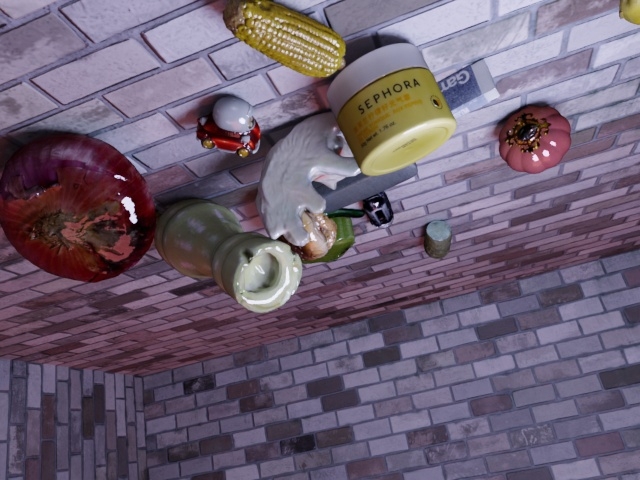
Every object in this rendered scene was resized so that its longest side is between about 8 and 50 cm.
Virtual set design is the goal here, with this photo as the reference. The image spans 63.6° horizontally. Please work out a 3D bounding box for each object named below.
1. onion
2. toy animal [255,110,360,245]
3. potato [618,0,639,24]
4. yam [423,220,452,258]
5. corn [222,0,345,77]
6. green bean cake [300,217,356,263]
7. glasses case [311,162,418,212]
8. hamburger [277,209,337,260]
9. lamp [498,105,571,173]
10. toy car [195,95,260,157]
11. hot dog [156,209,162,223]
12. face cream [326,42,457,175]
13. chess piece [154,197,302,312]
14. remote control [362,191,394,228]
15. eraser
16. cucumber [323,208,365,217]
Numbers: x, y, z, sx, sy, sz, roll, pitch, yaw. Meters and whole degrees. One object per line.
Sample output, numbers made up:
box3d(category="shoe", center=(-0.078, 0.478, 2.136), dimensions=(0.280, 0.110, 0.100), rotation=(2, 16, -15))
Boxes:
box3d(category="onion", center=(-0.538, -0.084, 1.182), dimensions=(0.347, 0.285, 0.348), rotation=(-2, 119, -3))
box3d(category="toy animal", center=(-0.027, -0.133, 1.246), dimensions=(0.266, 0.308, 0.188), rotation=(-7, 172, -3))
box3d(category="potato", center=(0.722, -0.478, 0.954), dimensions=(0.300, 0.140, 0.173), rotation=(-6, 165, 2))
box3d(category="yam", center=(0.455, -0.006, 2.002), dimensions=(0.107, 0.107, 0.194), rotation=(-13, 157, 4))
box3d(category="corn", center=(-0.052, -0.360, 0.920), dimensions=(0.261, 0.097, 0.097), rotation=(9, 150, -42))
box3d(category="green bean cake", center=(0.000, 0.000, 1.785), dimensions=(0.200, 0.113, 0.214), rotation=(-4, 157, -20))
box3d(category="glasses case", center=(0.113, -0.172, 1.477), dimensions=(0.323, 0.074, 0.131), rotation=(-22, 154, 25))
box3d(category="hamburger", center=(-0.074, -0.054, 1.487), dimensions=(0.146, 0.286, 0.243), rotation=(-46, 124, -12))
box3d(category="lamp", center=(0.548, -0.263, 1.334), dimensions=(0.182, 0.182, 0.140), rotation=(-27, 150, 34))
box3d(category="toy car", center=(-0.195, -0.255, 1.107), dimensions=(0.139, 0.112, 0.112), rotation=(4, 140, -12))
box3d(category="hot dog", center=(-0.520, -0.064, 1.443), dimensions=(0.169, 0.061, 0.078), rotation=(-19, -160, -40))
box3d(category="face cream", center=(0.146, -0.263, 1.069), dimensions=(0.218, 0.179, 0.218), rotation=(-22, 168, -5))
box3d(category="chess piece", center=(-0.238, 0.032, 1.330), dimensions=(0.234, 0.234, 0.442), rotation=(8, -172, -40))
box3d(category="remote control", center=(0.199, -0.088, 1.732), dimensions=(0.090, 0.066, 0.266), rotation=(-12, 158, 12))
box3d(category="eraser", center=(0.292, -0.320, 1.184), dimensions=(0.212, 0.092, 0.046), rotation=(-24, 154, 27))
box3d(category="cucumber", center=(0.077, -0.091, 1.711), dimensions=(0.184, 0.033, 0.036), rotation=(-1, 138, -28))
